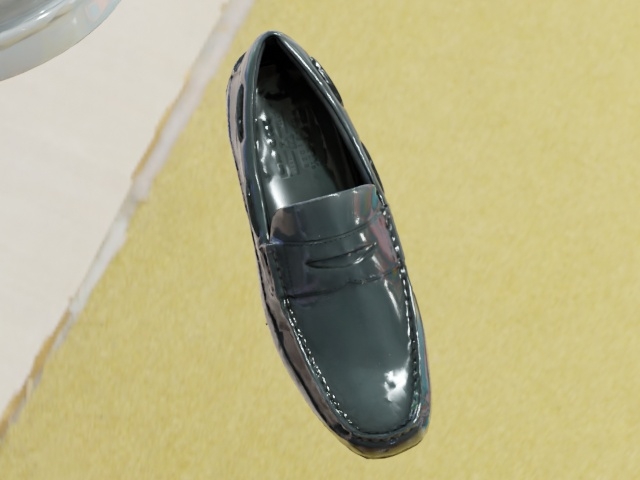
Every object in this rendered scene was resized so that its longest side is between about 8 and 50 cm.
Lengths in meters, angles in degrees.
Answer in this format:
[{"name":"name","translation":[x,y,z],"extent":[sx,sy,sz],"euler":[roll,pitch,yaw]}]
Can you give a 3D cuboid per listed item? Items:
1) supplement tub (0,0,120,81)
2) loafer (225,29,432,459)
[{"name":"supplement tub","translation":[-0.142,-0.160,0.492],"extent":[0.144,0.199,0.144],"euler":[-7,46,8]},{"name":"loafer","translation":[0.000,0.000,0.776],"extent":[0.076,0.078,0.223],"euler":[-16,72,-5]}]
